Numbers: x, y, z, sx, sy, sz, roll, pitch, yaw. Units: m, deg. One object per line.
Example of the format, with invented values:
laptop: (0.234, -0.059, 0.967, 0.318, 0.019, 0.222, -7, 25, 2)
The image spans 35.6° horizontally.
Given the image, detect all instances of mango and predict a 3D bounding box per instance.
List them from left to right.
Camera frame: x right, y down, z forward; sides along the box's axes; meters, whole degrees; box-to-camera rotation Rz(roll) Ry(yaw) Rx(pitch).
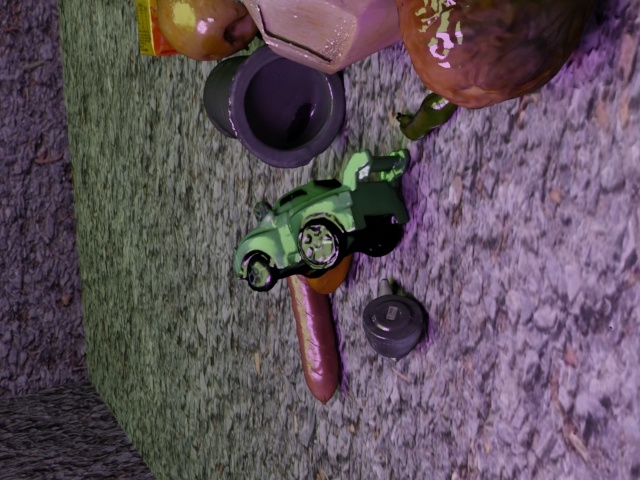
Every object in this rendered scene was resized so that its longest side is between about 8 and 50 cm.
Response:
mango: (0.000, 0.000, 2.019, 0.147, 0.109, 0.227, 13, 114, 34)

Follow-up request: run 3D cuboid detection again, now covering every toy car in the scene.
toy car: (0.004, -0.028, 1.814, 0.359, 0.213, 0.176, -21, 84, 37)

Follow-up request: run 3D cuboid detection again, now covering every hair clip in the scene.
hair clip: (-0.099, -0.015, 2.271, 0.229, 0.036, 0.066, 55, 141, 47)

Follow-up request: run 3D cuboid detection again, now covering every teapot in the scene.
teapot: (0.124, 0.160, 1.853, 0.149, 0.111, 0.108, 45, 152, 38)

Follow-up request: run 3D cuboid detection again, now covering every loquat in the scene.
loquat: (-0.240, -0.495, 2.092, 0.244, 0.244, 0.243, 33, 128, 54)

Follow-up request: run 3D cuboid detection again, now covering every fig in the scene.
fig: (0.287, -0.315, 1.283, 0.369, 0.286, 0.286, -1, 101, 26)

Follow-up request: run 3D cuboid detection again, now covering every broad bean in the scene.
broad bean: (0.179, -0.208, 1.667, 0.195, 0.046, 0.061, -19, 86, 64)

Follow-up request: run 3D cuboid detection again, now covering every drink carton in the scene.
drink carton: (-0.367, -0.629, 2.401, 0.111, 0.155, 0.351, 20, 119, 57)

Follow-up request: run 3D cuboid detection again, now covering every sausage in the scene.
sausage: (-0.023, 0.144, 2.142, 0.088, 0.088, 0.433, -8, 93, 62)

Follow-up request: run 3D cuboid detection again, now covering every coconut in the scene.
coconut: (0.015, -0.444, 1.628, 0.353, 0.353, 0.352, 33, 128, 54)

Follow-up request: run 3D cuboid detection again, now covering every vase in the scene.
vase: (-0.120, -0.285, 2.008, 0.291, 0.245, 0.245, -155, 58, -62)

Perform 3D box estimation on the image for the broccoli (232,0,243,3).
broccoli: (-0.151, -0.566, 1.927, 0.198, 0.275, 0.177, -52, 11, 38)

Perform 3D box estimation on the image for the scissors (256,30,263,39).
scissors: (-0.144, -0.584, 2.146, 0.109, 0.022, 0.300, -15, 86, 59)
